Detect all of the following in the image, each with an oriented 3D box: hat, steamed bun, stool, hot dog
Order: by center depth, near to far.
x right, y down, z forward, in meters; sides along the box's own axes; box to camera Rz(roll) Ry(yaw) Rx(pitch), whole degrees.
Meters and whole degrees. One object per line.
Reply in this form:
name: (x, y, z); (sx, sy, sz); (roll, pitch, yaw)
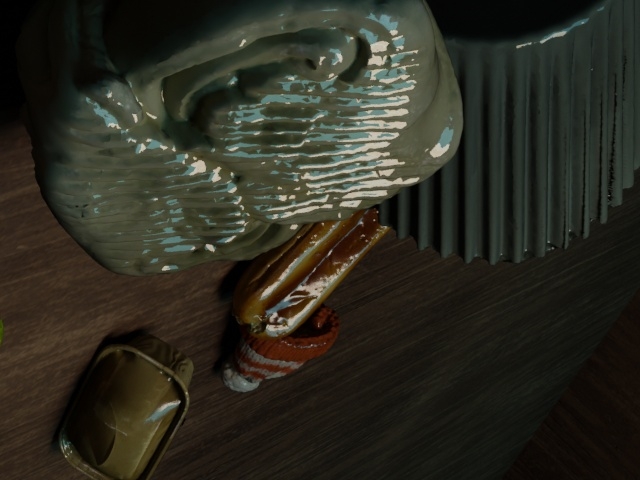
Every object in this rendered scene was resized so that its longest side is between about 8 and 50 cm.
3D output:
steamed bun: (-0.073, -0.135, 1.415); (0.310, 0.219, 0.324); (-19, 153, 7)
stool: (0.150, -0.183, 1.745); (0.297, 0.297, 0.330); (-42, 156, -16)
hot dog: (0.000, 0.000, 2.094); (0.249, 0.068, 0.100); (-45, 135, -9)
hat: (-0.060, 0.123, 2.189); (0.112, 0.093, 0.162); (1, 142, -32)

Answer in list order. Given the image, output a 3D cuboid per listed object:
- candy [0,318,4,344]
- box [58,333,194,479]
candy: (-0.304, 0.100, 1.680); (0.194, 0.058, 0.062); (116, -9, -63)
box: (-0.193, 0.174, 1.977); (0.111, 0.111, 0.177); (-25, 151, -49)
